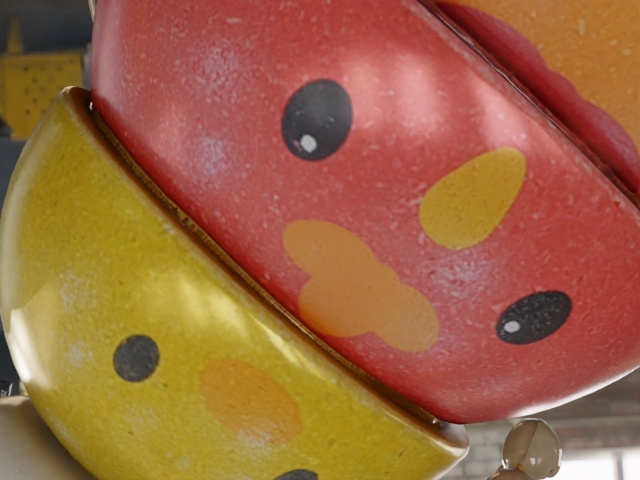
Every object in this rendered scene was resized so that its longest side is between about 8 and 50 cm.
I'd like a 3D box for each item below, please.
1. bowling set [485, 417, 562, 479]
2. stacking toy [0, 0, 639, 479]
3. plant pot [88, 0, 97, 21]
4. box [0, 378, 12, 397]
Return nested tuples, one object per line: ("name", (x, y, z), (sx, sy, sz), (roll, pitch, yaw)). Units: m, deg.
("bowling set", (0.149, 0.229, 0.705), (0.200, 0.154, 0.287), (25, -151, 12))
("stacking toy", (0.000, 0.000, 0.473), (0.350, 0.480, 0.350), (39, -174, -5))
("plant pot", (0.015, -0.179, 0.788), (0.284, 0.284, 0.191), (-5, -173, 16))
("box", (-0.284, 0.146, 0.959), (0.018, 0.083, 0.067), (2, 165, 32))
